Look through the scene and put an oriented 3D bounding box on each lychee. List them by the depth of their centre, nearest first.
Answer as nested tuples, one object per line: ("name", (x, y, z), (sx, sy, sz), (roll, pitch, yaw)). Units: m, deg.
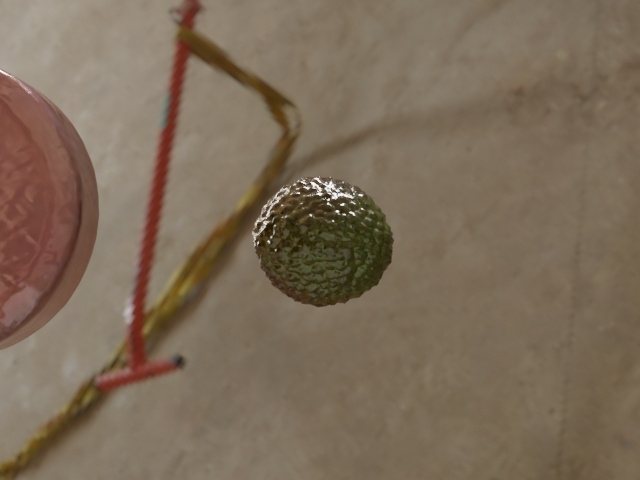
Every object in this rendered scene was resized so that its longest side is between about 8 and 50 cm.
("lychee", (0.000, 0.000, 1.355), (0.146, 0.114, 0.114), (0, 61, 53))

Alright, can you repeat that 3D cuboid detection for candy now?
("candy", (-0.305, -0.020, 1.276), (0.255, 0.255, 0.094), (-55, -6, -1))
